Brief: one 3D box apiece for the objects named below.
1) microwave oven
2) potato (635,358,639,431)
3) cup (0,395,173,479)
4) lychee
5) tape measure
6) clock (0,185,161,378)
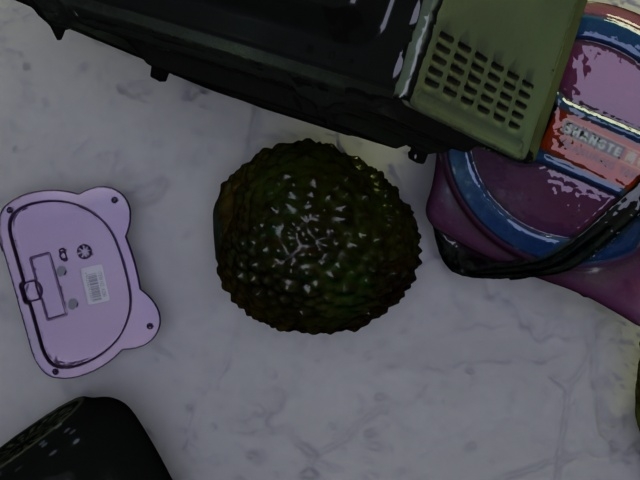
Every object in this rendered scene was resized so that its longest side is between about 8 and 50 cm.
[{"bbox_3d":[-0.017,-0.198,1.335,0.355,0.286,0.219,19,93,26],"label":"microwave oven"},{"bbox_3d":[0.366,0.153,1.467,0.197,0.148,0.228,-27,90,-8],"label":"potato"},{"bbox_3d":[-0.203,0.237,1.467,0.223,0.169,0.177,-31,100,34],"label":"cup"},{"bbox_3d":[0.000,0.000,1.456,0.171,0.171,0.171,0,91,-1],"label":"lychee"},{"bbox_3d":[0.202,-0.065,1.462,0.231,0.149,0.245,26,99,11],"label":"tape measure"},{"bbox_3d":[-0.193,0.029,1.502,0.110,0.050,0.153,-15,92,0],"label":"clock"}]
